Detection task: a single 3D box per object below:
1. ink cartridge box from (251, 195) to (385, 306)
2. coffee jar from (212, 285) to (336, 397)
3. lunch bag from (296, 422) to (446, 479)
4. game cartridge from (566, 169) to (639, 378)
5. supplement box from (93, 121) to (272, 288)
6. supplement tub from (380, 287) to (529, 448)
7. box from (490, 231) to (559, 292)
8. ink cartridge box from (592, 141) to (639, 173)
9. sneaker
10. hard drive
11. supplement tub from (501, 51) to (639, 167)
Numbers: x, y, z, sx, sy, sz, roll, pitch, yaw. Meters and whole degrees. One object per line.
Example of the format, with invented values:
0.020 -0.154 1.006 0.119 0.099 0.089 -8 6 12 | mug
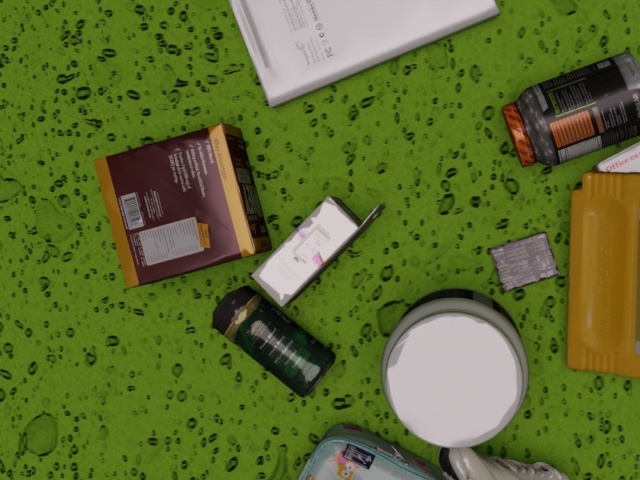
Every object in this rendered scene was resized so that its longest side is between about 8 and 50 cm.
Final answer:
0.000 0.000 1.566 0.198 0.115 0.067 -45 86 6 | ink cartridge box
-0.070 0.142 1.590 0.184 0.096 0.079 38 94 4 | coffee jar
0.055 0.418 1.577 0.224 0.108 0.279 26 95 6 | lunch bag
0.492 0.054 1.462 0.323 0.052 0.286 4 102 27 | game cartridge
-0.194 -0.050 1.584 0.194 0.129 0.191 -15 90 8 | supplement box
0.180 0.166 1.468 0.191 0.272 0.191 0 92 8 | supplement tub
0.293 0.031 1.575 0.083 0.018 0.067 -19 89 8 | box
0.449 -0.072 1.534 0.088 0.052 0.123 -27 89 8 | ink cartridge box
0.275 0.346 1.517 0.292 0.110 0.118 42 88 -26 | sneaker
0.050 -0.365 1.581 0.353 0.047 0.233 -21 89 9 | hard drive
0.353 -0.175 1.511 0.190 0.117 0.117 -19 89 8 | supplement tub
